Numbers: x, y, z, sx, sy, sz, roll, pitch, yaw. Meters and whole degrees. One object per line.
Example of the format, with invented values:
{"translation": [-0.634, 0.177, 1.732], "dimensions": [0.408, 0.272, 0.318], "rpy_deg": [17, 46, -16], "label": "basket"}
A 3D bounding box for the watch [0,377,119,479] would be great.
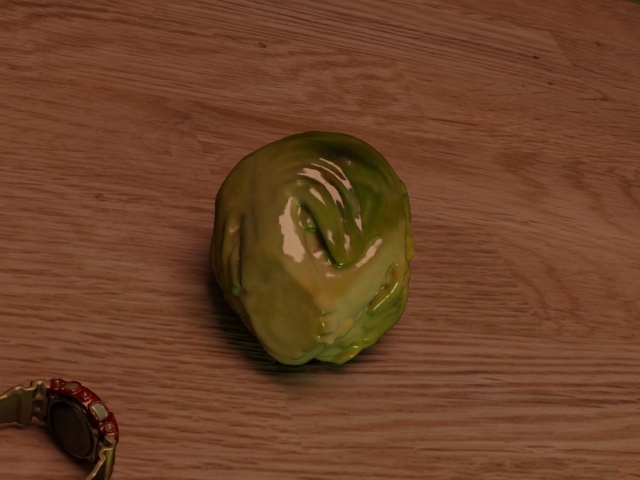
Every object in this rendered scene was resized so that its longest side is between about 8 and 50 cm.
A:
{"translation": [-0.343, 0.250, 1.378], "dimensions": [0.268, 0.102, 0.165], "rpy_deg": [-23, 51, -37], "label": "watch"}

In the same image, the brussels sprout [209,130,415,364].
{"translation": [0.000, 0.000, 1.748], "dimensions": [0.344, 0.268, 0.344], "rpy_deg": [19, 42, -18], "label": "brussels sprout"}
